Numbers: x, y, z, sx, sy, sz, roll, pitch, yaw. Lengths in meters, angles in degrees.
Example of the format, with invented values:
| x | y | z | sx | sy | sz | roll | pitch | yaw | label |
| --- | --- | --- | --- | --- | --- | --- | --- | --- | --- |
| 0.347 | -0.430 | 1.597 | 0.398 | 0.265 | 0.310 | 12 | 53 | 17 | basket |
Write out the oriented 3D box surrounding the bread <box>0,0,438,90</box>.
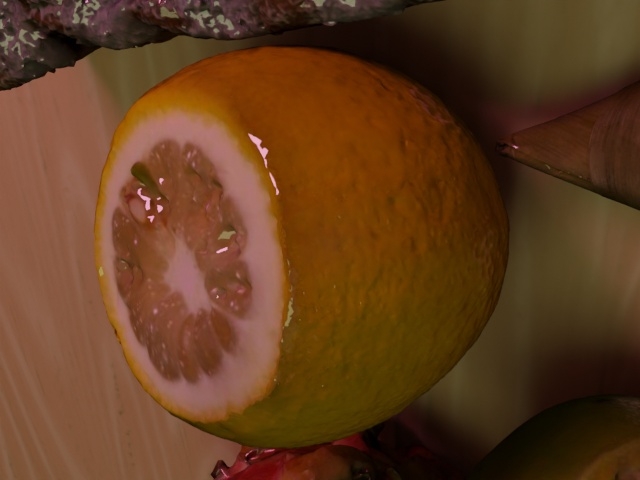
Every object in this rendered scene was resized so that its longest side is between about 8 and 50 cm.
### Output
| x | y | z | sx | sy | sz | roll | pitch | yaw | label |
| --- | --- | --- | --- | --- | --- | --- | --- | --- | --- |
| -0.065 | -0.192 | 0.593 | 0.417 | 0.113 | 0.165 | -3 | 127 | 33 | bread |

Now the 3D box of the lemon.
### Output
| x | y | z | sx | sy | sz | roll | pitch | yaw | label |
| --- | --- | --- | --- | --- | --- | --- | --- | --- | --- |
| 0.000 | 0.000 | 0.650 | 0.240 | 0.219 | 0.240 | 12 | 106 | 48 | lemon |

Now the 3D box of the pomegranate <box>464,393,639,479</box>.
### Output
| x | y | z | sx | sy | sz | roll | pitch | yaw | label |
| --- | --- | --- | --- | --- | --- | --- | --- | --- | --- |
| 0.169 | 0.221 | 0.691 | 0.341 | 0.260 | 0.260 | 18 | 142 | -20 | pomegranate |

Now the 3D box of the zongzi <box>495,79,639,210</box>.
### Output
| x | y | z | sx | sy | sz | roll | pitch | yaw | label |
| --- | --- | --- | --- | --- | --- | --- | --- | --- | --- |
| 0.192 | -0.079 | 0.561 | 0.176 | 0.078 | 0.160 | 25 | 132 | 16 | zongzi |

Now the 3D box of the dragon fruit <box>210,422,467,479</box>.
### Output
| x | y | z | sx | sy | sz | roll | pitch | yaw | label |
| --- | --- | --- | --- | --- | --- | --- | --- | --- | --- |
| 0.002 | 0.264 | 0.874 | 0.296 | 0.314 | 0.263 | 27 | 94 | -11 | dragon fruit |
